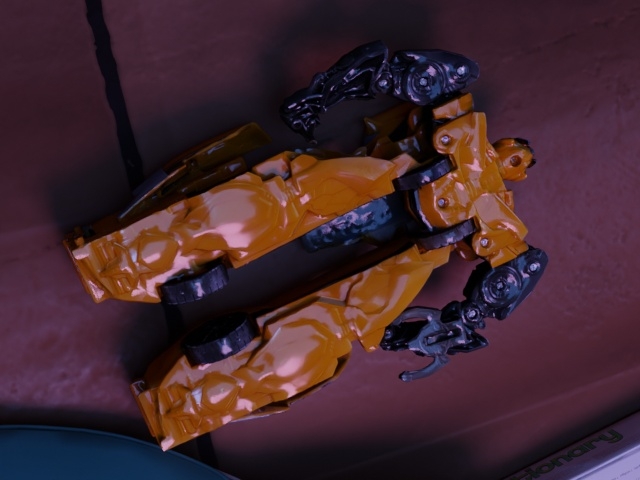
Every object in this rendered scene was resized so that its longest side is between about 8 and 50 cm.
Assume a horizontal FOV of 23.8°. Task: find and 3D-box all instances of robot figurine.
[{"bbox_3d":[0.000,0.000,0.948,0.291,0.085,0.211,-25,106,-12],"label":"robot figurine"}]

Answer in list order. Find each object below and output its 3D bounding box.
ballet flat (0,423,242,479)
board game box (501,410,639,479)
[{"bbox_3d":[-0.048,0.217,0.944,0.400,0.139,0.139,11,95,-10],"label":"ballet flat"},{"bbox_3d":[0.248,0.220,1.084,0.305,0.053,0.193,-24,106,-13],"label":"board game box"}]
